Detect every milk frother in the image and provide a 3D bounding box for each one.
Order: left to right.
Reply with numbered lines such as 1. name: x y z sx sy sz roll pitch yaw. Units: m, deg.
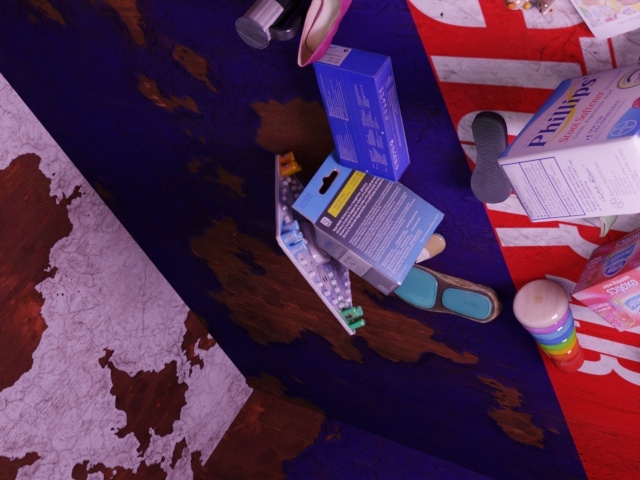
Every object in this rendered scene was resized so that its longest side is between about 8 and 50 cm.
1. milk frother: -0.106 -0.503 1.861 0.129 0.135 0.143 11 146 37

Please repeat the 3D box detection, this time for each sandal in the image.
1. sandal: 0.386 -0.182 1.948 0.097 0.054 0.254 14 139 22

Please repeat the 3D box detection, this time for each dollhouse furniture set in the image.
1. dollhouse furniture set: 0.619 -0.071 1.824 0.058 0.076 0.152 19 149 30

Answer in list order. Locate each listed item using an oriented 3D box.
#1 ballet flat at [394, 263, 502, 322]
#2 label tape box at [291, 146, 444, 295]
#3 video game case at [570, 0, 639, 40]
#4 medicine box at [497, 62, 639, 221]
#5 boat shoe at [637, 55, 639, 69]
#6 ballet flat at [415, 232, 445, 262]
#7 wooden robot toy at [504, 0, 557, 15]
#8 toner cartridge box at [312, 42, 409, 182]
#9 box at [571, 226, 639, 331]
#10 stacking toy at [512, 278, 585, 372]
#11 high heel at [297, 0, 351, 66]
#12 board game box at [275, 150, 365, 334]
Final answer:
1. ballet flat: 0.350 0.145 2.477 0.348 0.123 0.123 17 149 31
2. label tape box: 0.111 -0.058 2.250 0.333 0.240 0.106 36 156 -2
3. video game case: 0.478 -0.438 1.420 0.227 0.026 0.206 46 151 -23
4. medicine box: 0.508 -0.177 1.542 0.289 0.263 0.149 -4 126 52
5. boat shoe: 0.600 -0.332 1.409 0.070 0.078 0.219 43 145 -23
6. ballet flat: 0.255 0.036 2.429 0.080 0.073 0.232 45 152 -16
7. wooden robot toy: 0.345 -0.436 1.518 0.173 0.079 0.076 47 152 -25
8. toner cartridge box: 0.100 -0.292 2.051 0.165 0.075 0.348 21 151 27
9. box: 0.705 0.073 1.892 0.154 0.142 0.300 37 154 -7
10. stacking toy: 0.620 0.241 2.320 0.141 0.141 0.330 12 153 38
11. high heel: -0.001 -0.465 1.823 0.082 0.117 0.244 33 154 3
12. board game box: 0.000 0.000 2.381 0.050 0.390 0.390 -26 125 16
